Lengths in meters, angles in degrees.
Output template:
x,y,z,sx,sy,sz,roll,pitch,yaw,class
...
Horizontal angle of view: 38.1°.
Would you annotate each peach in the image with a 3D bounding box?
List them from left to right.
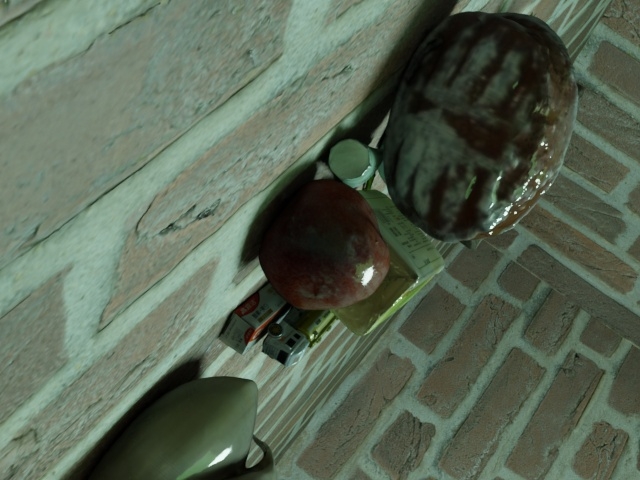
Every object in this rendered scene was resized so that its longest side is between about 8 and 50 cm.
x,y,z,sx,sy,sz,roll,pitch,yaw,class
0.000,0.000,1.052,0.152,0.152,0.152,-51,169,-14,peach

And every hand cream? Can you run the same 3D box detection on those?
x,y,z,sx,sy,sz,roll,pitch,yaw,class
0.046,-0.093,1.148,0.078,0.050,0.205,-46,174,7,hand cream

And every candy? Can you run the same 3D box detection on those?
x,y,z,sx,sy,sz,roll,pitch,yaw,class
0.188,-0.136,1.128,0.157,0.214,0.289,-10,120,-55,candy

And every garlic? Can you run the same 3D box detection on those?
x,y,z,sx,sy,sz,roll,pitch,yaw,class
-0.141,0.311,1.126,0.340,0.231,0.245,-37,158,-41,garlic

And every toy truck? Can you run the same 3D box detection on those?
x,y,z,sx,sy,sz,roll,pitch,yaw,class
-0.022,0.113,1.234,0.123,0.063,0.052,-47,168,-33,toy truck

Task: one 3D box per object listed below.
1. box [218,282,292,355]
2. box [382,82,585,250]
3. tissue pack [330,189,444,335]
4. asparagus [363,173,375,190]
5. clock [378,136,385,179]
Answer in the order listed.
x,y,z,sx,sy,sz,roll,pitch,yaw,class
-0.057,0.080,1.263,0.218,0.039,0.055,-39,163,-55,box
0.268,-0.159,1.526,0.297,0.190,0.225,-54,168,1,box
0.063,0.021,1.245,0.125,0.159,0.234,-45,173,14,tissue pack
0.071,-0.083,1.376,0.166,0.016,0.013,97,-3,-67,asparagus
0.147,-0.161,1.320,0.159,0.066,0.211,-53,169,-7,clock
